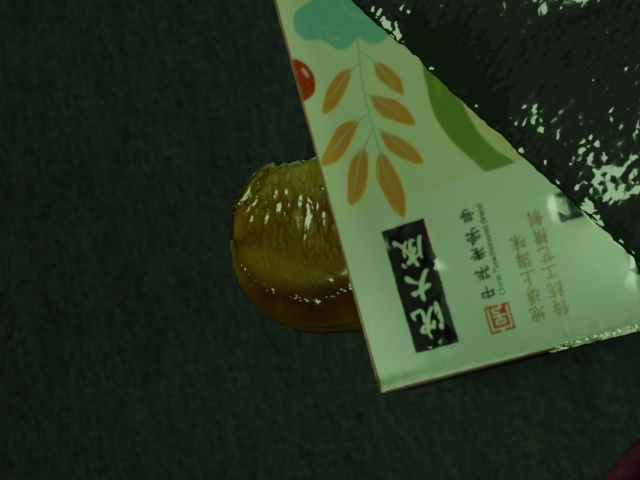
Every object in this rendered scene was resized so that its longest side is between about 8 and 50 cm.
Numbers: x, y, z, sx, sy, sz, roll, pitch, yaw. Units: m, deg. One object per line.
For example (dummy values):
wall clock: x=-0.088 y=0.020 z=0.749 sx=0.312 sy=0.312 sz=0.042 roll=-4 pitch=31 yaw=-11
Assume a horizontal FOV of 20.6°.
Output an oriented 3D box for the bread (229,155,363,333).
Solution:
bread: x=0.000 y=0.000 z=1.152 sx=0.129 sy=0.044 sz=0.126 roll=-12 pitch=86 yaw=32

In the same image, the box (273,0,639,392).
box: x=0.156 y=-0.140 z=1.009 sx=0.345 sy=0.122 sz=0.385 roll=-17 pitch=85 yaw=28

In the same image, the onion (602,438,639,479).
onion: x=0.230 y=0.182 z=0.978 sx=0.177 sy=0.153 sz=0.177 roll=7 pitch=108 yaw=21

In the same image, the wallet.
wallet: x=0.127 y=-0.110 z=0.942 sx=0.244 sy=0.025 sz=0.124 roll=45 pitch=113 yaw=21
